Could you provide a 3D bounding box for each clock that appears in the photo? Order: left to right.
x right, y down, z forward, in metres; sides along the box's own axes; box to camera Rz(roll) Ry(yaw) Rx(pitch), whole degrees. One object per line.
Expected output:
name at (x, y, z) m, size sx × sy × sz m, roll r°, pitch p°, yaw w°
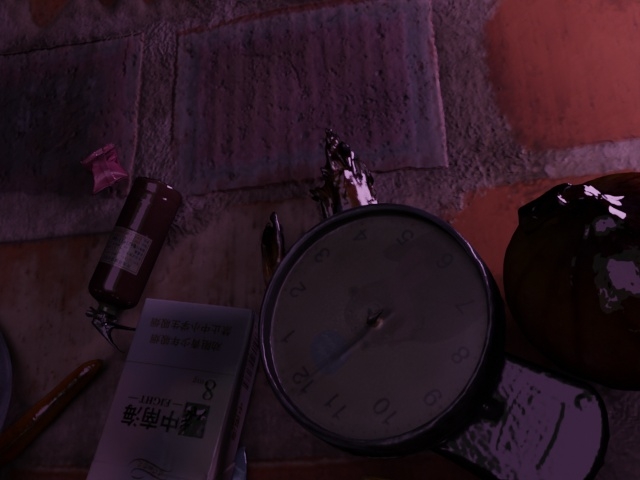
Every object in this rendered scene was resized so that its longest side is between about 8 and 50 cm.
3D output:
clock at (0.059, 0.092, 0.746) m, size 0.280 × 0.055 × 0.281 m, roll -9°, pitch 66°, yaw 20°

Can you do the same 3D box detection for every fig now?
fig at (0.308, 0.034, 0.699) m, size 0.234 × 0.215 × 0.235 m, roll -1°, pitch 44°, yaw 1°

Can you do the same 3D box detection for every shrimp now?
shrimp at (0.002, 0.002, 0.875) m, size 0.178 × 0.075 × 0.290 m, roll -18°, pitch 79°, yaw 9°

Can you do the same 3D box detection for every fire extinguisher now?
fire extinguisher at (-0.248, 0.033, 0.917) m, size 0.099 × 0.071 × 0.231 m, roll 15°, pitch 74°, yaw 10°

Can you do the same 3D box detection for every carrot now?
carrot at (-0.358, 0.219, 0.889) m, size 0.190 × 0.037 × 0.037 m, roll -44°, pitch 66°, yaw -6°

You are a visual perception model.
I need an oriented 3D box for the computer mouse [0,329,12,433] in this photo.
computer mouse at (-0.511, 0.203, 0.890) m, size 0.203 × 0.114 × 0.374 m, roll -36°, pitch 50°, yaw 1°

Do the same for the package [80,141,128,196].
package at (-0.322, -0.105, 1.011) m, size 0.059 × 0.029 × 0.083 m, roll -30°, pitch 57°, yaw -3°

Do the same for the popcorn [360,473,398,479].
popcorn at (0.101, 0.327, 0.650) m, size 0.253 × 0.191 × 0.190 m, roll 4°, pitch 70°, yaw 16°

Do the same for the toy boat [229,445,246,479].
toy boat at (-0.117, 0.305, 0.799) m, size 0.096 × 0.034 × 0.122 m, roll 37°, pitch 81°, yaw 22°

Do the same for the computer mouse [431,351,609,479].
computer mouse at (0.174, 0.181, 0.741) m, size 0.269 × 0.086 × 0.138 m, roll 21°, pitch 80°, yaw 30°

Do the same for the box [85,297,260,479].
box at (-0.169, 0.197, 0.819) m, size 0.155 × 0.067 × 0.243 m, roll 5°, pitch 63°, yaw 17°
